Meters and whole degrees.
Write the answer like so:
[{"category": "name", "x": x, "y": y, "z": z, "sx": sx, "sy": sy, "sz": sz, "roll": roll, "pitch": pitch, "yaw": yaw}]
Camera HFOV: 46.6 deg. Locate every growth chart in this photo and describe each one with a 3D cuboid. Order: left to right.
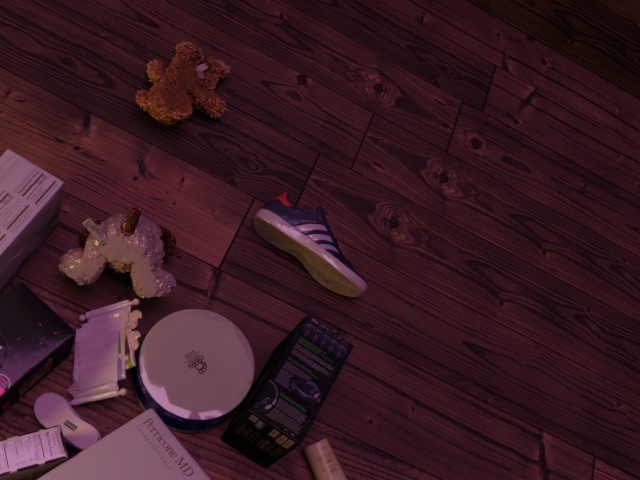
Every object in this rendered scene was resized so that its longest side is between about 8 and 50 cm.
[{"category": "growth chart", "x": -0.471, "y": 0.242, "z": 1.624, "sx": 0.172, "sy": 0.021, "sz": 0.237, "roll": -9, "pitch": 59, "yaw": 12}]

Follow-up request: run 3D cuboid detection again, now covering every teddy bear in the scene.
[{"category": "teddy bear", "x": -0.377, "y": -0.426, "z": 2.061, "sx": 0.245, "sy": 0.113, "sz": 0.337, "roll": 19, "pitch": 49, "yaw": -21}]

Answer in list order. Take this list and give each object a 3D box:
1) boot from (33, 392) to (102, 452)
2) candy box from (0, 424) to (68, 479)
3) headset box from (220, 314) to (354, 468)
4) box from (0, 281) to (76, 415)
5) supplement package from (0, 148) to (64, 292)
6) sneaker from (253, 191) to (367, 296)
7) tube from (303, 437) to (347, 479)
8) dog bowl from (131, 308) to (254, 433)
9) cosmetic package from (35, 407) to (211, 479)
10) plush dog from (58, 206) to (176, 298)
[{"category": "boot", "x": -0.519, "y": 0.395, "z": 1.547, "sx": 0.190, "sy": 0.086, "sz": 0.069, "roll": 30, "pitch": 58, "yaw": 30}, {"category": "candy box", "x": -0.614, "y": 0.433, "z": 1.422, "sx": 0.234, "sy": 0.159, "sz": 0.071, "roll": -9, "pitch": 67, "yaw": -28}, {"category": "headset box", "x": -0.071, "y": 0.331, "z": 1.659, "sx": 0.131, "sy": 0.246, "sz": 0.283, "roll": 35, "pitch": 55, "yaw": -3}, {"category": "box", "x": -0.662, "y": 0.244, "z": 1.519, "sx": 0.165, "sy": 0.143, "sz": 0.270, "roll": 42, "pitch": 54, "yaw": 3}, {"category": "supplement package", "x": -0.702, "y": -0.026, "z": 1.618, "sx": 0.145, "sy": 0.204, "sz": 0.261, "roll": 32, "pitch": 55, "yaw": -4}, {"category": "sneaker", "x": 0.000, "y": 0.000, "z": 1.948, "sx": 0.350, "sy": 0.131, "sz": 0.148, "roll": 39, "pitch": 59, "yaw": 2}, {"category": "tube", "x": 0.039, "y": 0.570, "z": 1.688, "sx": 0.070, "sy": 0.062, "sz": 0.240, "roll": -28, "pitch": 77, "yaw": 9}, {"category": "dog bowl", "x": -0.286, "y": 0.292, "z": 1.676, "sx": 0.265, "sy": 0.104, "sz": 0.264, "roll": 10, "pitch": 59, "yaw": -17}, {"category": "cosmetic package", "x": -0.444, "y": 0.548, "z": 1.394, "sx": 0.453, "sy": 0.161, "sz": 0.230, "roll": -30, "pitch": 59, "yaw": -34}, {"category": "plush dog", "x": -0.449, "y": -0.001, "z": 1.720, "sx": 0.263, "sy": 0.210, "sz": 0.225, "roll": 12, "pitch": 14, "yaw": -13}]
